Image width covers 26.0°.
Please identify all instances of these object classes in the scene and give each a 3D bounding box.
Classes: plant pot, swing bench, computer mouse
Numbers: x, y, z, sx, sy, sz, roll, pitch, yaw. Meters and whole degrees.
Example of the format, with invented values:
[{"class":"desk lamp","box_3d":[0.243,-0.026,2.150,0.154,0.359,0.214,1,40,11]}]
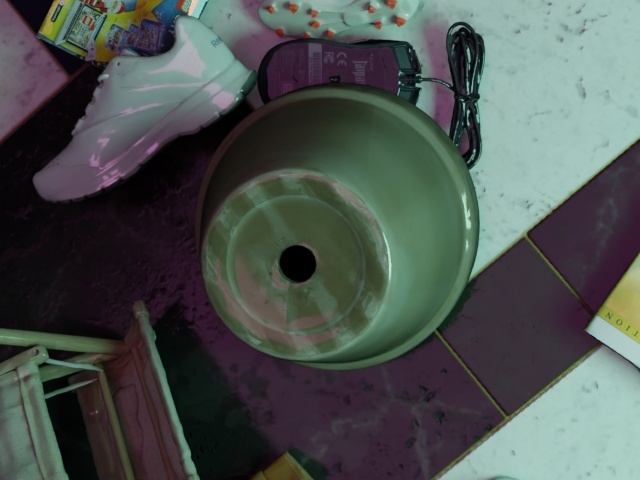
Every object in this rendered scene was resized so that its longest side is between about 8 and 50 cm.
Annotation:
[{"class":"plant pot","box_3d":[0.000,0.000,1.453,0.323,0.280,0.323,1,98,9]},{"class":"swing bench","box_3d":[-0.287,0.223,1.528,0.255,0.165,0.253,-5,51,-22]},{"class":"computer mouse","box_3d":[0.064,-0.147,1.595,0.262,0.060,0.184,-5,94,8]}]

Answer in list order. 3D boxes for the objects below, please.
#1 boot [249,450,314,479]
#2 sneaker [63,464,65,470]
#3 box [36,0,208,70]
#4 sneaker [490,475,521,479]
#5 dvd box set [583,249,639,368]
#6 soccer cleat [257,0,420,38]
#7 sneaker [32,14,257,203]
[{"class":"boot","box_3d":[-0.113,0.323,1.581,0.283,0.109,0.220,38,87,22]},{"class":"sneaker","box_3d":[-0.452,0.307,1.643,0.297,0.112,0.130,6,92,14]},{"class":"box","box_3d":[-0.209,-0.306,1.619,0.159,0.044,0.233,27,97,-15]},{"class":"sneaker","box_3d":[0.274,0.313,1.506,0.212,0.094,0.080,11,88,11]},{"class":"dvd box set","box_3d":[0.527,0.012,1.487,0.308,0.062,0.420,36,94,11]},{"class":"soccer cleat","box_3d":[0.024,-0.277,1.606,0.196,0.068,0.076,-1,48,22]},{"class":"sneaker","box_3d":[-0.218,-0.148,1.597,0.297,0.111,0.129,-33,100,13]}]
